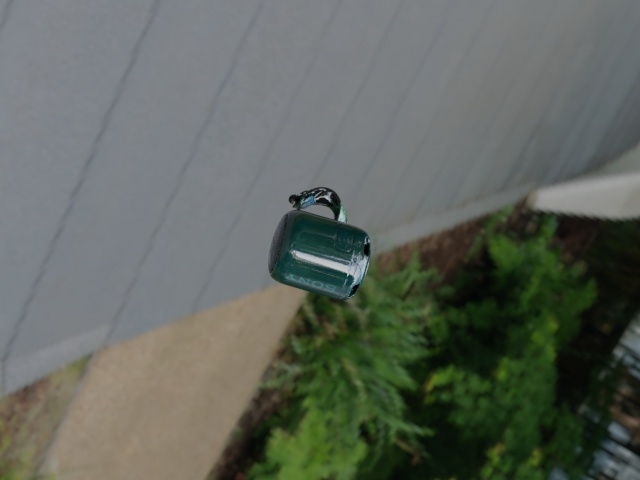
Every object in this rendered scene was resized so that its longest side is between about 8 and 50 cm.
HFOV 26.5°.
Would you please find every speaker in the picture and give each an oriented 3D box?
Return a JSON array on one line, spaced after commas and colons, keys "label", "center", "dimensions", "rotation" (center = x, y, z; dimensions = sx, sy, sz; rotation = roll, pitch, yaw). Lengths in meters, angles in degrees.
[{"label": "speaker", "center": [-0.001, 0.003, 1.079], "dimensions": [0.094, 0.075, 0.060], "rotation": [-88, -163, -61]}]
